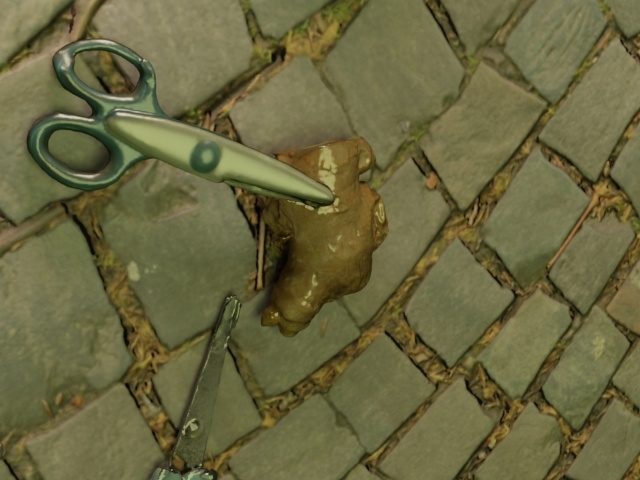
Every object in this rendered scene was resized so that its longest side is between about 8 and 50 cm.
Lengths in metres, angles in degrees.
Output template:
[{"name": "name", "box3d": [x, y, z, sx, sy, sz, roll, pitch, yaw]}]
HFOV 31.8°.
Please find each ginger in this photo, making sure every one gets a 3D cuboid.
[{"name": "ginger", "box3d": [0.005, -0.002, 1.149, 0.137, 0.074, 0.213, -4, 107, -11]}]

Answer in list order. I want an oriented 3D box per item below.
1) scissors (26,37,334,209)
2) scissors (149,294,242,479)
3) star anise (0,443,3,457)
[{"name": "scissors", "box3d": [-0.118, -0.083, 1.036, 0.289, 0.041, 0.138, 19, 94, -17]}, {"name": "scissors", "box3d": [-0.138, 0.226, 1.176, 0.191, 0.029, 0.360, 11, 102, -32]}, {"name": "star anise", "box3d": [-0.368, 0.244, 1.021, 0.182, 0.065, 0.195, -24, 126, -22]}]
